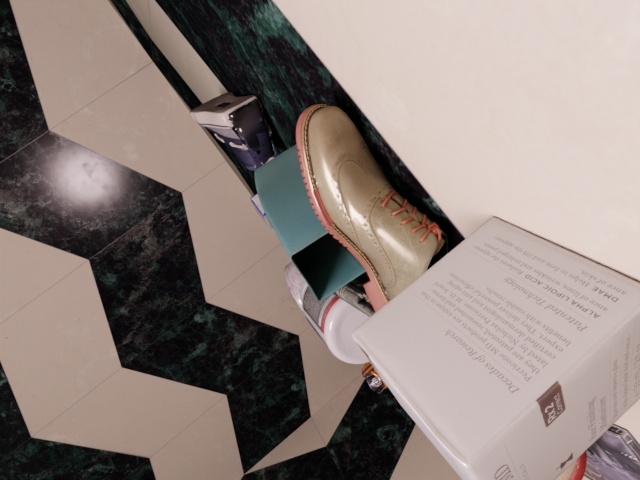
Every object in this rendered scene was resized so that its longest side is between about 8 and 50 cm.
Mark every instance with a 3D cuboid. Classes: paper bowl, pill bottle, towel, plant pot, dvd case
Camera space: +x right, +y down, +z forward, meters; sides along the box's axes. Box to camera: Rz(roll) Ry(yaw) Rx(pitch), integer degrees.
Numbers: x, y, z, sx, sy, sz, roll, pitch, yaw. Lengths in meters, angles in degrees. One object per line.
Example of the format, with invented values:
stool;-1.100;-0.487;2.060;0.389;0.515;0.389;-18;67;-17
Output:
paper bowl;-0.002;0.178;1.579;0.284;0.148;0.284;53;-170;-14
pill bottle;0.062;0.205;1.261;0.210;0.210;0.363;54;172;-18
towel;0.134;0.150;0.899;0.324;0.056;0.312;34;175;-22
plant pot;-0.010;-0.055;0.739;0.234;0.165;0.165;55;175;35
dvd case;0.376;0.292;0.566;0.164;0.018;0.221;52;172;2

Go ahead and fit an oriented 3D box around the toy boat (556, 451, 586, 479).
toy boat;0.272;0.268;0.600;0.151;0.151;0.231;38;-176;-22

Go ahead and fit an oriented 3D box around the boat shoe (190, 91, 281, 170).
boat shoe;-0.210;-0.261;1.008;0.340;0.127;0.158;38;157;57

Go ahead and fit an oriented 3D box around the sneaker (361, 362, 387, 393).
sneaker;0.254;0.460;1.405;0.125;0.180;0.321;53;172;-7

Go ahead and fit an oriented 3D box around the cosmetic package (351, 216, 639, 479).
cosmetic package;0.160;0.109;0.375;0.151;0.183;0.151;41;167;53

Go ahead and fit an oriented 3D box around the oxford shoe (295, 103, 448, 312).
oxford shoe;0.095;-0.026;0.533;0.130;0.123;0.348;-10;120;48

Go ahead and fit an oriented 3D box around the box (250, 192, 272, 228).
box;-0.126;-0.112;1.219;0.072;0.126;0.137;52;172;11
